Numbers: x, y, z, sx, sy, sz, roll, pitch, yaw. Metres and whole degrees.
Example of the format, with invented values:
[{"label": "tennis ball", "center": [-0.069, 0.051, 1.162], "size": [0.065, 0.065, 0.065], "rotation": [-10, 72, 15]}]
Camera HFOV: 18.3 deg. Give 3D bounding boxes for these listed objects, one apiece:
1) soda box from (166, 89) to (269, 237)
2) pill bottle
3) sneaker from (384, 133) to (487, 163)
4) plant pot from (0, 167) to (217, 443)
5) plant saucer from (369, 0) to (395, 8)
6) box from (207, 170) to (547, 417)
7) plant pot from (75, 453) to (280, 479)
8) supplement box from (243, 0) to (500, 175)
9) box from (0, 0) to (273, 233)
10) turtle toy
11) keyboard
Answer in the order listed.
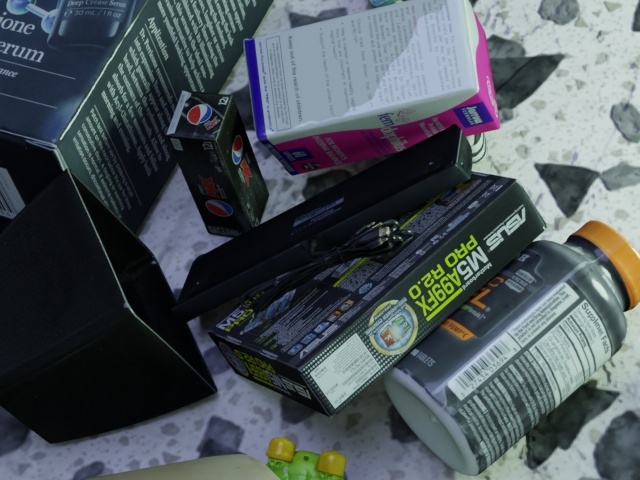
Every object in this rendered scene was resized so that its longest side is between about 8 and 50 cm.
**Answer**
[{"label": "soda box", "center": [-0.098, -0.073, 1.935], "size": [0.053, 0.169, 0.060], "rotation": [7, 58, 17]}, {"label": "pill bottle", "center": [0.184, 0.088, 1.781], "size": [0.245, 0.130, 0.130], "rotation": [-39, 56, -15]}, {"label": "sneaker", "center": [0.086, -0.166, 2.011], "size": [0.132, 0.086, 0.229], "rotation": [-14, 55, 7]}, {"label": "plant pot", "center": [-0.234, 0.081, 1.866], "size": [0.167, 0.188, 0.187], "rotation": [-32, 54, 6]}, {"label": "plant saucer", "center": [0.046, -0.324, 2.171], "size": [0.067, 0.018, 0.192], "rotation": [-28, 55, -7]}, {"label": "box", "center": [0.048, 0.036, 1.825], "size": [0.270, 0.060, 0.216], "rotation": [-41, 21, -16]}, {"label": "plant pot", "center": [-0.147, 0.313, 1.621], "size": [0.280, 0.323, 0.323], "rotation": [-24, 52, -24]}, {"label": "supplement box", "center": [0.051, -0.151, 1.914], "size": [0.220, 0.111, 0.114], "rotation": [-14, 69, 14]}, {"label": "box", "center": [-0.270, -0.215, 2.051], "size": [0.293, 0.212, 0.395], "rotation": [15, 60, 23]}, {"label": "turtle toy", "center": [-0.001, 0.232, 1.763], "size": [0.130, 0.066, 0.095], "rotation": [13, 83, 18]}, {"label": "keyboard", "center": [0.000, 0.000, 1.848], "size": [0.317, 0.033, 0.201], "rotation": [-28, 18, 18]}]
